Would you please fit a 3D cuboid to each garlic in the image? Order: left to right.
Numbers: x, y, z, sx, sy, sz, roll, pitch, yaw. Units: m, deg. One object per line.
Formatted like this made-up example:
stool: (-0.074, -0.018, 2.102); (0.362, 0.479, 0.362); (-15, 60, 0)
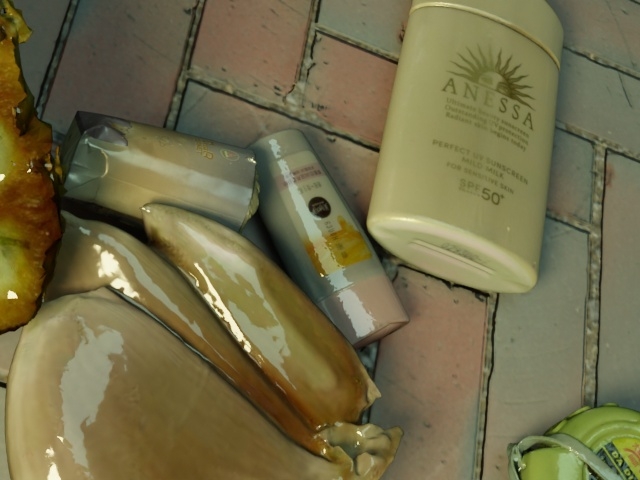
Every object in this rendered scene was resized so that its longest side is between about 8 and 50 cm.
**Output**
garlic: (-0.101, 0.133, 0.912); (0.325, 0.132, 0.279); (36, 54, -8)

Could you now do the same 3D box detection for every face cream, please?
face cream: (0.000, 0.000, 1.076); (0.084, 0.057, 0.198); (-21, 75, -32)
face cream: (0.150, -0.126, 1.201); (0.173, 0.081, 0.348); (22, 57, -14)

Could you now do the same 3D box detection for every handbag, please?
handbag: (-0.123, -0.049, 1.007); (0.173, 0.117, 0.095); (20, 101, -18)

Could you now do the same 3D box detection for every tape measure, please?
tape measure: (0.249, 0.219, 1.065); (0.154, 0.087, 0.177); (-35, 81, -23)

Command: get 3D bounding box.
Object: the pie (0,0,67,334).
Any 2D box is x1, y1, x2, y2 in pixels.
pie: (-0.315, -0.051, 0.794); (0.103, 0.354, 0.288); (-76, 145, -61)
